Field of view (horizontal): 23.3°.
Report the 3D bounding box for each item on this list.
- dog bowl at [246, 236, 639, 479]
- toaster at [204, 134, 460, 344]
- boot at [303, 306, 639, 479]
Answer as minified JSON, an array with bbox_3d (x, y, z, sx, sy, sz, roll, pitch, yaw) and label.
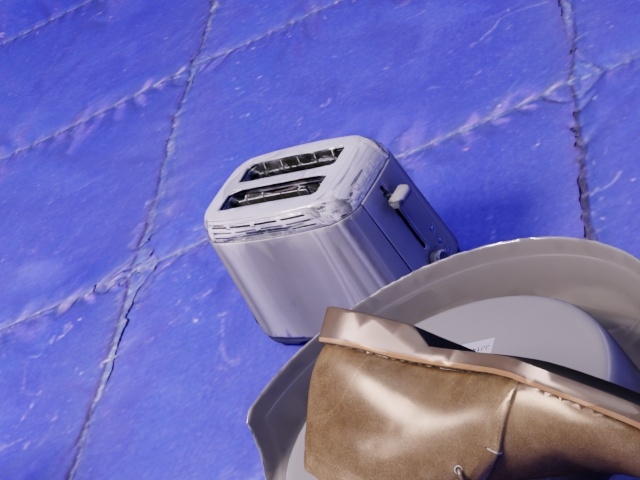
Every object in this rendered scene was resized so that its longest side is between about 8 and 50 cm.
[{"bbox_3d":[0.101,0.147,1.073,0.349,0.102,0.348,-24,28,14],"label":"dog bowl"},{"bbox_3d":[0.000,0.000,1.371,0.227,0.146,0.129,-8,35,39],"label":"toaster"},{"bbox_3d":[0.108,0.122,0.926,0.305,0.112,0.115,9,78,46],"label":"boot"}]
